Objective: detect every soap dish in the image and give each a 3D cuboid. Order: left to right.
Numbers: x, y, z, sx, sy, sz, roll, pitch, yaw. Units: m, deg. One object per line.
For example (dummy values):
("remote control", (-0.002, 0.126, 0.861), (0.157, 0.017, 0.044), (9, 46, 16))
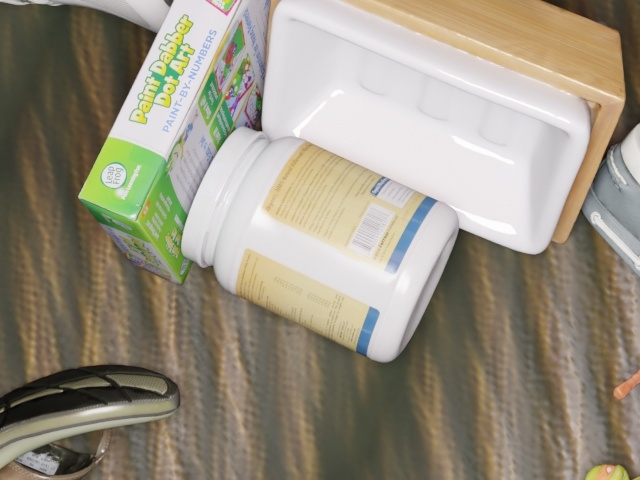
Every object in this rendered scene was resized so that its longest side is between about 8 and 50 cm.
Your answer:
("soap dish", (0.098, -0.125, 1.440), (0.291, 0.229, 0.118), (23, 61, 8))

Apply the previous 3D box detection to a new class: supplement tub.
("supplement tub", (0.000, 0.000, 1.452), (0.200, 0.144, 0.144), (25, 81, 8))

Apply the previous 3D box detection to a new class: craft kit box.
("craft kit box", (-0.101, -0.104, 1.429), (0.061, 0.250, 0.246), (20, 79, 8))

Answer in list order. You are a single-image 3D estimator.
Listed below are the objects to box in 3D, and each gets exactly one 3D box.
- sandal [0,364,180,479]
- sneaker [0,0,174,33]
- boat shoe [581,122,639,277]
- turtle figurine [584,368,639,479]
("sandal", (-0.256, 0.184, 1.460), (0.303, 0.120, 0.086), (-23, 105, 0))
("sneaker", (-0.316, -0.218, 1.533), (0.447, 0.169, 0.257), (28, 90, 17))
("boat shoe", (0.341, 0.048, 1.462), (0.319, 0.116, 0.099), (51, 128, 5))
("turtle figurine", (0.290, 0.246, 1.410), (0.217, 0.087, 0.269), (29, 73, 2))
